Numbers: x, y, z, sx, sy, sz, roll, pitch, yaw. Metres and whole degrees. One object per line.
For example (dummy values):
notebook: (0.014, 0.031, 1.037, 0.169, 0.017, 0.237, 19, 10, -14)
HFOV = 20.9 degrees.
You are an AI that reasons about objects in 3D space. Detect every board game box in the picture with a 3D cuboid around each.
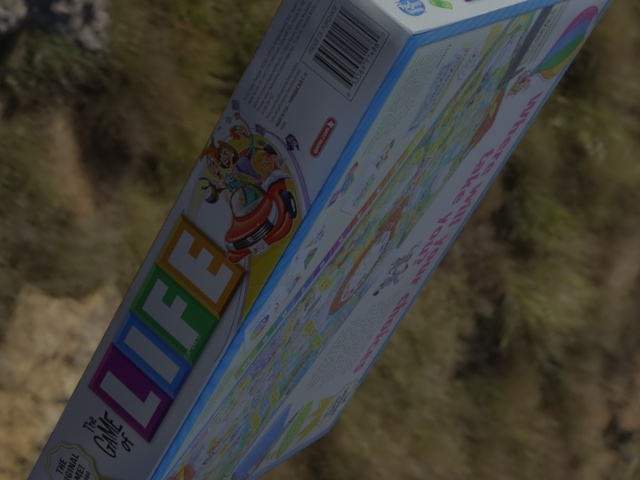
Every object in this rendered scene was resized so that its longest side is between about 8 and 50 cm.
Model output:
board game box: (0.000, 0.000, 0.386, 0.103, 0.026, 0.154, -24, 150, -55)
